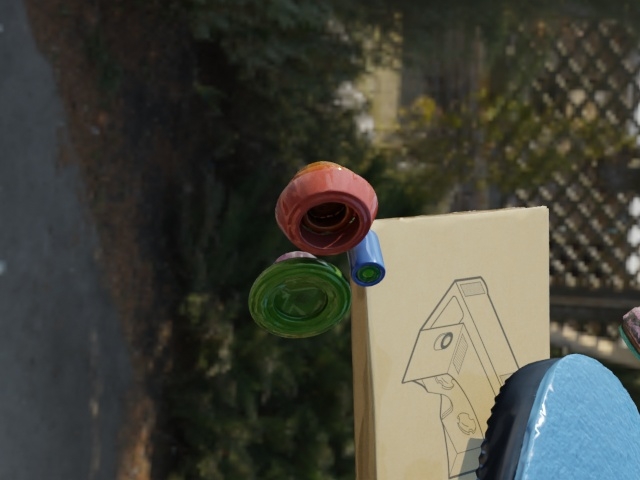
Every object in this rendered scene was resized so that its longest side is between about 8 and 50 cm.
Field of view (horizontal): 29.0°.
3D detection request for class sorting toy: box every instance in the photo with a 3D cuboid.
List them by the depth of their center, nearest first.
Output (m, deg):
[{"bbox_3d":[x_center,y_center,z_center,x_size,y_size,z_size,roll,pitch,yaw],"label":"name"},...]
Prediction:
[{"bbox_3d":[0.000,0.000,0.610,0.042,0.061,0.102,-99,-156,-49],"label":"sorting toy"}]

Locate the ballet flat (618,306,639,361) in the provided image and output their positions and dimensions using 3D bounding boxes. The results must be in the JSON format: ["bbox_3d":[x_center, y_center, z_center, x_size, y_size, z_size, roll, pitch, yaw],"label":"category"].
[{"bbox_3d":[0.347,0.123,1.140,0.221,0.079,0.077,49,18,-40],"label":"ballet flat"}]

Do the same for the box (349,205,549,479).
[{"bbox_3d":[0.083,0.083,0.755,0.164,0.021,0.201,-6,96,-42],"label":"box"}]

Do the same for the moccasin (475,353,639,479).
[{"bbox_3d":[0.087,0.217,0.592,0.138,0.117,0.342,30,55,-27],"label":"moccasin"}]
